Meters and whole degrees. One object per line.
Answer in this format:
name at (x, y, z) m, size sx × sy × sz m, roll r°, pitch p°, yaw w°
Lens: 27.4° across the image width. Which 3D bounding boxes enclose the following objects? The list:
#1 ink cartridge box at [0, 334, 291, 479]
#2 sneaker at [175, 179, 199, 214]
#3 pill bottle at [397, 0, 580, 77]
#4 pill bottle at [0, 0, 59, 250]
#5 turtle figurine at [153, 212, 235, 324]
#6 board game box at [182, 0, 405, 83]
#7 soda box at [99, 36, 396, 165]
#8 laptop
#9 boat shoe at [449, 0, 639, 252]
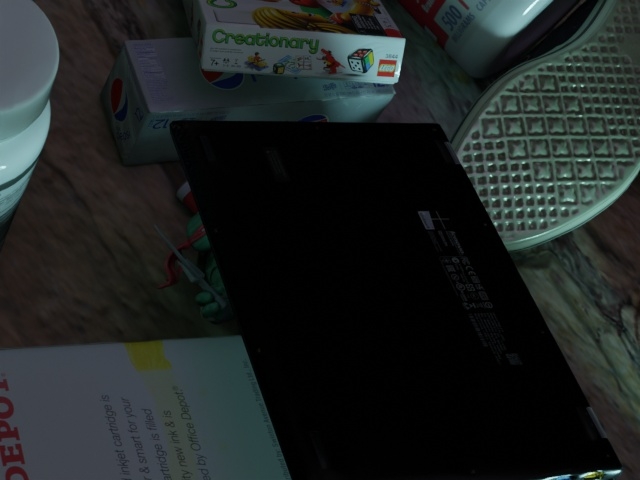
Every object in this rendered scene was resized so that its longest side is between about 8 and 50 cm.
ink cartridge box at (-0.108, 0.228, 1.029) m, size 0.385 × 0.160 × 0.279 m, roll 0°, pitch 48°, yaw -27°
sneaker at (-0.081, -0.051, 1.323) m, size 0.118 × 0.042 × 0.067 m, roll -32°, pitch 74°, yaw -29°
pill bottle at (0.128, -0.406, 1.531) m, size 0.407 × 0.229 × 0.229 m, roll 48°, pitch 52°, yaw 8°
pill bottle at (-0.314, -0.080, 1.072) m, size 0.161 × 0.283 × 0.161 m, roll 13°, pitch 55°, yaw -19°
turtle figurine at (-0.052, 0.033, 1.239) m, size 0.234 × 0.118 × 0.175 m, roll 44°, pitch 63°, yaw -14°
board game box at (-0.043, -0.248, 1.353) m, size 0.193 × 0.053 × 0.305 m, roll 2°, pitch 29°, yaw -14°
soda box at (-0.073, -0.150, 1.354) m, size 0.286 × 0.098 × 0.091 m, roll -8°, pitch 64°, yaw -30°
laptop at (0.082, 0.109, 1.135) m, size 0.408 × 0.236 × 0.382 m, roll -1°, pitch 47°, yaw -26°
boat shoe at (0.289, -0.148, 1.500) m, size 0.187 × 0.156 × 0.500 m, roll 44°, pitch 59°, yaw -1°
